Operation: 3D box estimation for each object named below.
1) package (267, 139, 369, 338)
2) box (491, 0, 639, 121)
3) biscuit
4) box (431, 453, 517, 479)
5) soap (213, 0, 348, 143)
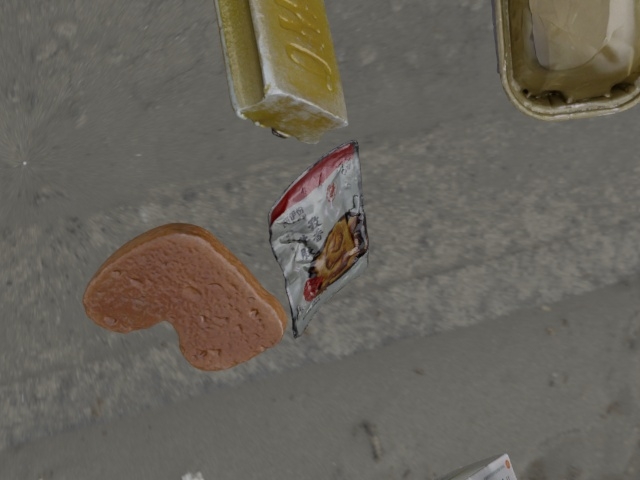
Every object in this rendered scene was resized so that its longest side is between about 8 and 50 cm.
[{"bbox_3d":[0.000,0.000,1.488,0.154,0.030,0.239,-42,143,-28],"label":"package"},{"bbox_3d":[0.161,-0.168,0.773,0.111,0.111,0.177,-11,108,-13],"label":"box"},{"bbox_3d":[-0.154,0.074,1.353,0.186,0.036,0.192,-34,110,26],"label":"biscuit"},{"bbox_3d":[0.189,0.398,1.601,0.145,0.333,0.173,-22,80,16],"label":"box"},{"bbox_3d":[-0.051,-0.236,1.393,0.140,0.073,0.232,19,52,-49],"label":"soap"}]
